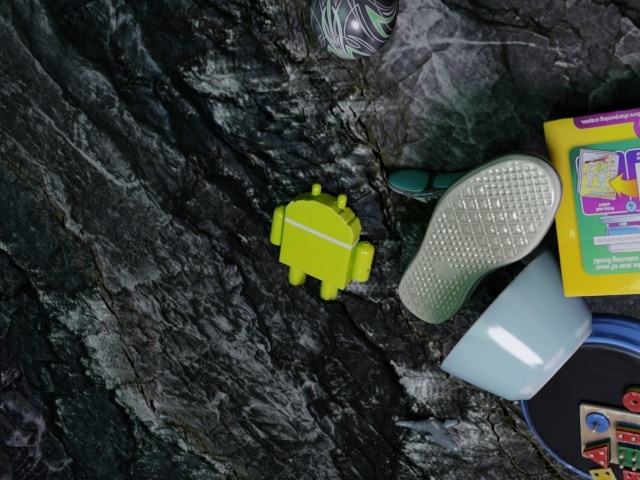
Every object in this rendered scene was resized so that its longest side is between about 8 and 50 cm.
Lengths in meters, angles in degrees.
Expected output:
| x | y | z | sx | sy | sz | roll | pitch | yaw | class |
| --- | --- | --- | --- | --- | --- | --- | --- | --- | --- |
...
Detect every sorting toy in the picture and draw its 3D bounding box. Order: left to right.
| x | y | z | sx | sy | sz | roll | pitch | yaw | class |
| --- | --- | --- | --- | --- | --- | --- | --- | --- | --- |
| 0.576 | 0.402 | 1.931 | 0.132 | 0.046 | 0.274 | 7 | 122 | 29 | sorting toy |

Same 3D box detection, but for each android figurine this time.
| x | y | z | sx | sy | sz | roll | pitch | yaw | class |
| --- | --- | --- | --- | --- | --- | --- | --- | --- | --- |
| 0.000 | 0.000 | 2.137 | 0.248 | 0.056 | 0.272 | 23 | 129 | 19 | android figurine |

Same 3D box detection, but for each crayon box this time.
| x | y | z | sx | sy | sz | roll | pitch | yaw | class |
| --- | --- | --- | --- | --- | --- | --- | --- | --- | --- |
| 0.578 | -0.073 | 1.637 | 0.363 | 0.106 | 0.313 | -5 | 98 | 35 | crayon box |

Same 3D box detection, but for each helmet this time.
| x | y | z | sx | sy | sz | roll | pitch | yaw | class |
| --- | --- | --- | --- | --- | --- | --- | --- | --- | --- |
| 0.057 | -0.412 | 1.769 | 0.169 | 0.161 | 0.169 | 16 | 125 | 23 | helmet |

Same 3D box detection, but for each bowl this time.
| x | y | z | sx | sy | sz | roll | pitch | yaw | class |
| --- | --- | --- | --- | --- | --- | --- | --- | --- | --- |
| 0.384 | 0.178 | 1.820 | 0.163 | 0.311 | 0.311 | 44 | 132 | 14 | bowl |
| 0.588 | 0.333 | 1.962 | 0.391 | 0.077 | 0.391 | 16 | 126 | 23 | bowl |

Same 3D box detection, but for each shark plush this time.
| x | y | z | sx | sy | sz | roll | pitch | yaw | class |
| --- | --- | --- | --- | --- | --- | --- | --- | --- | --- |
| 0.252 | 0.433 | 2.243 | 0.161 | 0.067 | 0.073 | 24 | 129 | 18 | shark plush |

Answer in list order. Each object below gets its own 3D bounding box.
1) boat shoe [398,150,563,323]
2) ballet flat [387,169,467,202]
| x | y | z | sx | sy | sz | roll | pitch | yaw | class |
| --- | --- | --- | --- | --- | --- | --- | --- | --- | --- |
| 0.299 | -0.017 | 1.825 | 0.187 | 0.156 | 0.500 | 41 | 145 | 8 | boat shoe |
| 0.223 | -0.101 | 1.932 | 0.188 | 0.070 | 0.070 | 6 | 121 | 34 | ballet flat |
